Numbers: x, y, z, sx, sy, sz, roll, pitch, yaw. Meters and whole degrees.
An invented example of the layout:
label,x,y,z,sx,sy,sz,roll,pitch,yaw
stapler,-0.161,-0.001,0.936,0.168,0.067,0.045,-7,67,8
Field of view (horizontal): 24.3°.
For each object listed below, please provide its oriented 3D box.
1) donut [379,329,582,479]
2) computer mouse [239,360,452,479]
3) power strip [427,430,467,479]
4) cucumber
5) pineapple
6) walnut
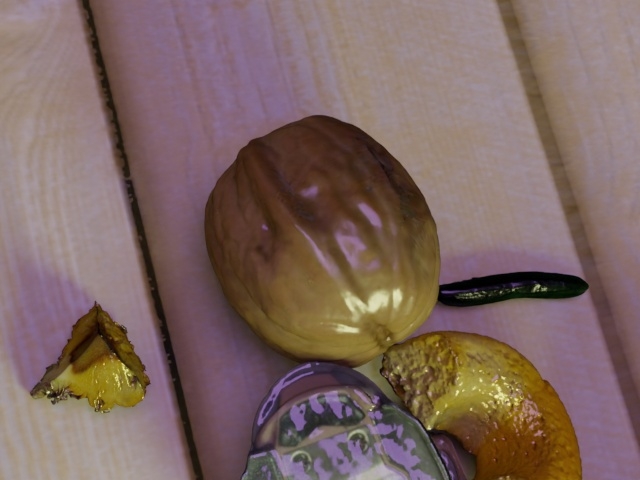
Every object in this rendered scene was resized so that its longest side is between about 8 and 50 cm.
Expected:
label,x,y,z,sx,sy,sz,roll,pitch,yaw
donut,0.183,0.191,1.499,0.152,0.101,0.259,-15,68,-47
computer mouse,0.046,0.302,1.437,0.200,0.115,0.389,-18,88,2
power strip,0.150,0.328,1.490,0.064,0.044,0.305,-18,77,-20
cucumber,0.205,0.051,1.606,0.184,0.033,0.036,-4,47,-15
pineapple,-0.232,0.126,1.454,0.114,0.077,0.114,-32,77,-8
walnut,0.000,0.000,1.478,0.225,0.225,0.261,-28,66,-21
